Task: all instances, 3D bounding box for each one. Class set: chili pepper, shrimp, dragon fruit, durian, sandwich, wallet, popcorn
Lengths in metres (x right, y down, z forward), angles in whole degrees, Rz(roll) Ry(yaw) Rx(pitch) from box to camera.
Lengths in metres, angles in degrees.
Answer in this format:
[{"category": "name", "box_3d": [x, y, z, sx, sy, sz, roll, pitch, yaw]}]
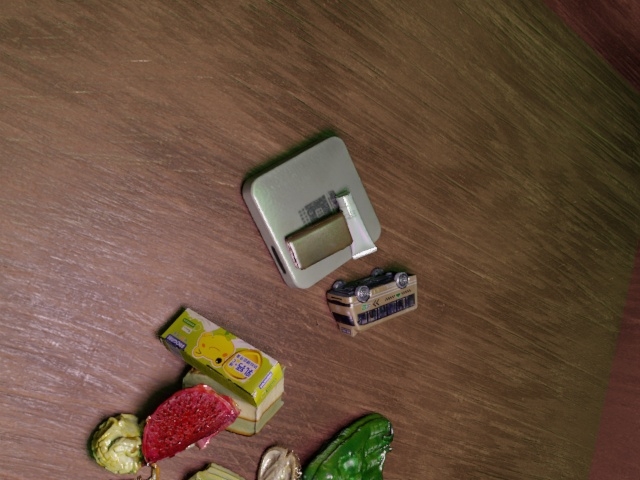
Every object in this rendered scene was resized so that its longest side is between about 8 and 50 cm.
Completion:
[{"category": "chili pepper", "box_3d": [0.073, 0.681, 1.832, 0.385, 0.167, 0.213, -25, 118, -42]}, {"category": "shrimp", "box_3d": [-0.477, 0.612, 1.556, 0.127, 0.025, 0.091, 16, 80, -36]}, {"category": "dragon fruit", "box_3d": [-0.330, 0.456, 1.520, 0.274, 0.161, 0.126, -31, 65, 0]}, {"category": "durian", "box_3d": [-0.122, 0.686, 1.732, 0.188, 0.148, 0.091, -45, 142, -2]}, {"category": "sandwich", "box_3d": [-0.229, 0.400, 1.651, 0.198, 0.227, 0.155, -34, 134, -64]}, {"category": "wallet", "box_3d": [0.000, 0.000, 1.755, 0.198, 0.031, 0.110, -27, 105, -23]}, {"category": "popcorn", "box_3d": [-0.496, 0.505, 1.497, 0.135, 0.162, 0.141, 2, 60, 1]}]

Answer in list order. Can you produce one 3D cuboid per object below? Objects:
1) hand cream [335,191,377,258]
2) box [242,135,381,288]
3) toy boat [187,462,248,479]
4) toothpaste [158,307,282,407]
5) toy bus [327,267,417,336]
[{"category": "hand cream", "box_3d": [0.102, -0.046, 1.819, 0.078, 0.050, 0.205, -23, 105, -2]}, {"category": "box", "box_3d": [-0.016, -0.088, 1.825, 0.373, 0.090, 0.367, -33, 107, -29]}, {"category": "toy boat", "box_3d": [-0.249, 0.703, 1.648, 0.276, 0.084, 0.111, 39, 106, -20]}, {"category": "toothpaste", "box_3d": [-0.257, 0.295, 1.538, 0.110, 0.327, 0.077, -49, 150, -30]}, {"category": "toy bus", "box_3d": [0.168, 0.189, 1.911, 0.289, 0.139, 0.157, -15, 102, -35]}]
